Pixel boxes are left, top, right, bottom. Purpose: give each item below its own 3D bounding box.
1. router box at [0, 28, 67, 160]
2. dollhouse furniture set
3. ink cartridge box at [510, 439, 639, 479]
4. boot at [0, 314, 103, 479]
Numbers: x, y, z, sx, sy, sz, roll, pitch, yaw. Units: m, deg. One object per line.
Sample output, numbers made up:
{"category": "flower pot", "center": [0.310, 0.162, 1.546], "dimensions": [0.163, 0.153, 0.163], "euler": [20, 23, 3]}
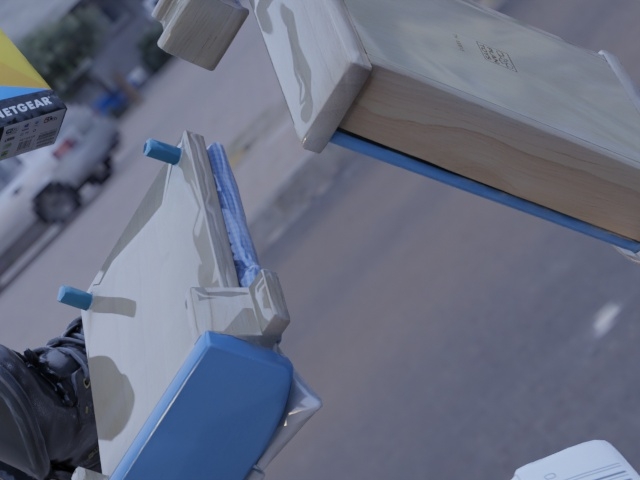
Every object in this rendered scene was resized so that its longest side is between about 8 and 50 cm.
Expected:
{"category": "router box", "center": [-0.303, -0.108, 1.452], "dimensions": [0.179, 0.133, 0.046], "euler": [-23, -29, -41]}
{"category": "dollhouse furniture set", "center": [0.000, 0.000, 1.000], "dimensions": [0.303, 0.198, 0.286], "euler": [-57, 29, 26]}
{"category": "ink cartridge box", "center": [0.121, 0.198, 0.560], "dimensions": [0.045, 0.208, 0.206], "euler": [-18, 36, -15]}
{"category": "boot", "center": [-0.142, 0.053, 1.240], "dimensions": [0.229, 0.091, 0.263], "euler": [-57, -17, -18]}
